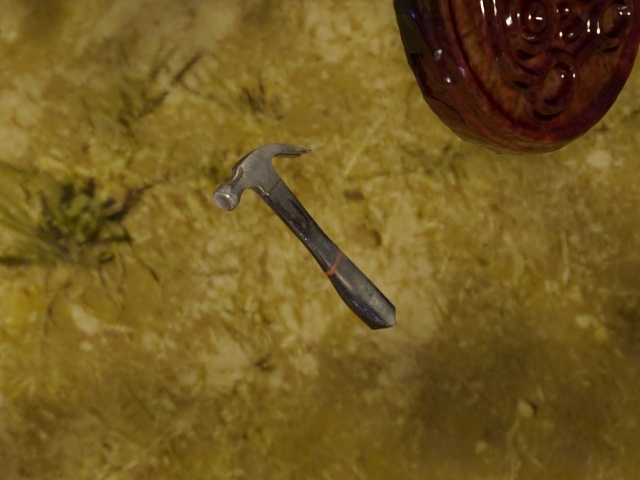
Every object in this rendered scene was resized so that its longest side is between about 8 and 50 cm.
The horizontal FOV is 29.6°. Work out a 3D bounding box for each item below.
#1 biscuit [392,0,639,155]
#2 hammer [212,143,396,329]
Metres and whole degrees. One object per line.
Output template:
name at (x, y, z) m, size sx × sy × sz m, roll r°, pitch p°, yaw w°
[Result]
biscuit at (0.258, -0.305, 1.463) m, size 0.407 × 0.407 × 0.091 m, roll -47°, pitch 30°, yaw -25°
hammer at (0.000, 0.000, 1.508) m, size 0.037 × 0.290 × 0.137 m, roll -17°, pitch 31°, yaw 53°
